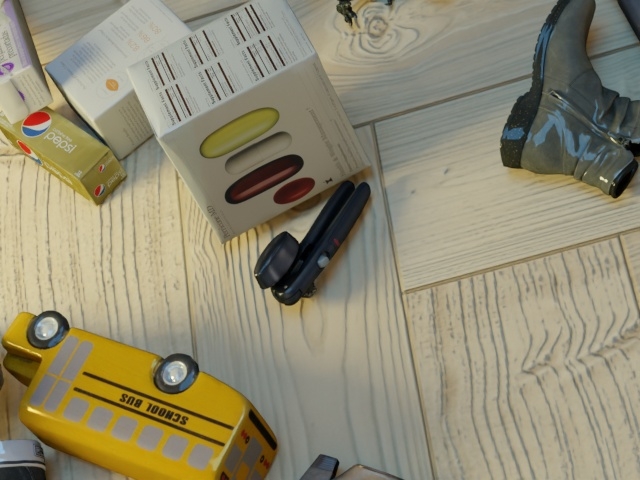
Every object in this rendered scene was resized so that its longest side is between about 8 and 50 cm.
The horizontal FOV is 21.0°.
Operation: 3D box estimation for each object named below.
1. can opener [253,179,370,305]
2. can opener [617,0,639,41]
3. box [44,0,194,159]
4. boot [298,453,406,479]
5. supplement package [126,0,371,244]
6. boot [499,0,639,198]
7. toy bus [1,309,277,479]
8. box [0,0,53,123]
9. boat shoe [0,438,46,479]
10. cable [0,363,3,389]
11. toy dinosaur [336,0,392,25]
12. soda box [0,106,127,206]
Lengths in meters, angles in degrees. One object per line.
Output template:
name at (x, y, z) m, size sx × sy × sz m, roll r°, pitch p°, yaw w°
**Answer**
can opener at (0.000, 0.000, 1.981) m, size 0.059 × 0.073 × 0.186 m, roll 21°, pitch 58°, yaw 38°
can opener at (0.379, -0.297, 2.020) m, size 0.074 × 0.093 × 0.280 m, roll -22°, pitch 58°, yaw 4°
box at (-0.237, -0.211, 2.182) m, size 0.170 × 0.091 × 0.130 m, roll -39°, pitch 54°, yaw -7°
boot at (0.025, 0.276, 1.806) m, size 0.118 × 0.042 × 0.087 m, roll 11°, pitch 69°, yaw 27°
supplement package at (-0.082, -0.143, 2.008) m, size 0.203 × 0.194 × 0.149 m, roll -28°, pitch 44°, yaw 1°
boot at (0.317, -0.166, 1.970) m, size 0.161 × 0.083 × 0.246 m, roll 15°, pitch 70°, yaw 20°
toy bus at (-0.212, 0.186, 1.906) m, size 0.333 × 0.108 × 0.130 m, roll 16°, pitch 67°, yaw 27°
box at (-0.415, -0.267, 2.254) m, size 0.063 × 0.067 × 0.324 m, roll -28°, pitch 39°, yaw 0°
boat shoe at (-0.453, 0.302, 1.920) m, size 0.306 × 0.113 × 0.105 m, roll -9°, pitch 68°, yaw -2°
cable at (-0.482, 0.170, 1.951) m, size 0.257 × 0.089 × 0.257 m, roll -17°, pitch 14°, yaw -6°
toy dinosaur at (0.042, -0.342, 2.186) m, size 0.268 × 0.064 × 0.118 m, roll 31°, pitch 58°, yaw 33°
soda box at (-0.328, -0.117, 2.173) m, size 0.181 × 0.061 × 0.058 m, roll 32°, pitch 73°, yaw 34°
